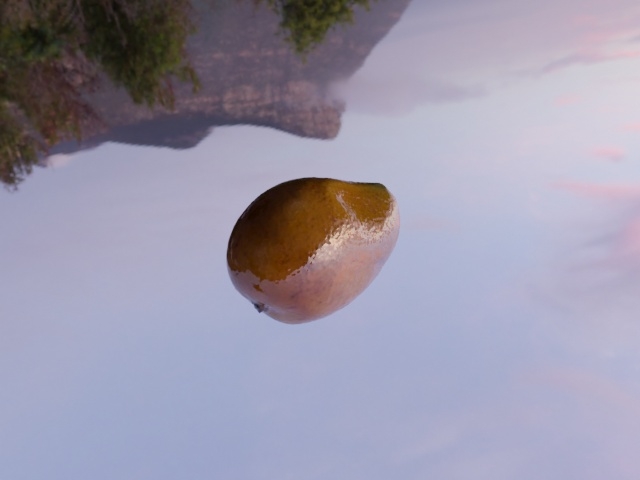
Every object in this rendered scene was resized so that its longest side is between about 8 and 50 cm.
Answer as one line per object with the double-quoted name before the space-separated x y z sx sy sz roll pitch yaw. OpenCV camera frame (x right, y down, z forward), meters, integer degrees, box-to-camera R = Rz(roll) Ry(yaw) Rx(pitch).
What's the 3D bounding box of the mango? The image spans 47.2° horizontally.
"mango" -0.002 0.007 0.578 0.089 0.115 0.165 22 -165 34
